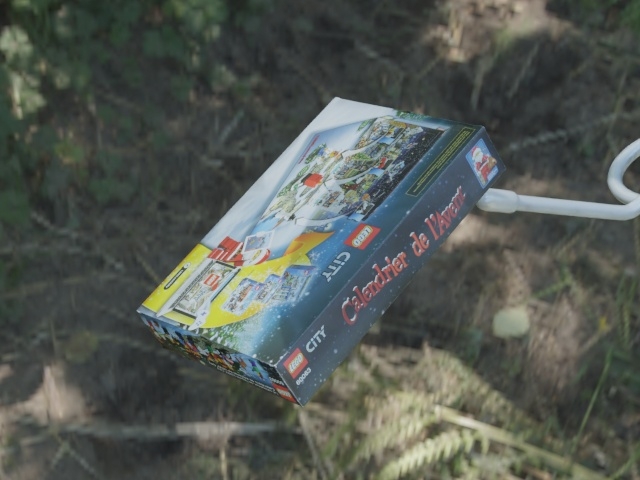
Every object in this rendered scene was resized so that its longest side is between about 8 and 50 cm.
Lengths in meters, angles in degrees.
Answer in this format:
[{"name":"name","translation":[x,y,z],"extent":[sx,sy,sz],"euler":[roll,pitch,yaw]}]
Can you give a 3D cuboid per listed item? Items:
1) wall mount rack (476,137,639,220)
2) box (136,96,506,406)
[{"name":"wall mount rack","translation":[0.309,-0.044,1.227],"extent":[0.304,0.130,0.350],"euler":[-38,33,-21]},{"name":"box","translation":[0.000,0.000,1.139],"extent":[0.159,0.044,0.233],"euler":[18,58,47]}]
